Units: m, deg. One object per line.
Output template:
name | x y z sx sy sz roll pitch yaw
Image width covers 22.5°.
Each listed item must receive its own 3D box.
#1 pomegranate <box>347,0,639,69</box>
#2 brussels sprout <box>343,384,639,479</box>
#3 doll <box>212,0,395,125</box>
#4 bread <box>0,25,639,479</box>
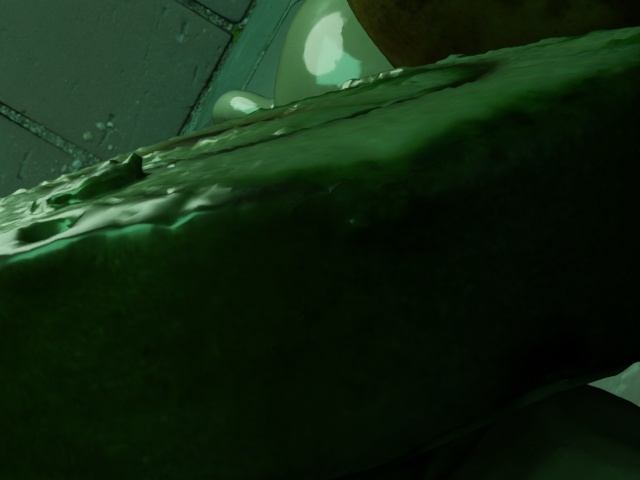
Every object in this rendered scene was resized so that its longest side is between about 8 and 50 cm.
pomegranate | 0.153 -0.227 0.970 0.322 0.322 0.322 -53 15 22
brussels sprout | 0.055 0.169 0.690 0.271 0.210 0.219 -55 -8 24
doll | 0.108 -0.171 1.220 0.370 0.226 0.215 -50 -17 -3
bread | 0.000 0.000 0.714 0.366 0.129 0.382 -11 9 31
